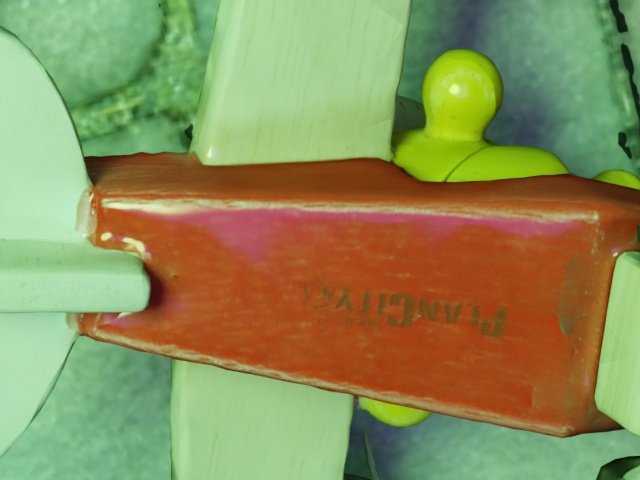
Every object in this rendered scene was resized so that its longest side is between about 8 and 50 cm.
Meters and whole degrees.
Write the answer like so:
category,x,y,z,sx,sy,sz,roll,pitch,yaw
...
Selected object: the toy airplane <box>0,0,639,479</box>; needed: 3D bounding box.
category,x,y,z,sx,sy,sz,roll,pitch,yaw
toy airplane,0.000,0.000,0.851,0.386,0.272,0.384,-37,103,13
